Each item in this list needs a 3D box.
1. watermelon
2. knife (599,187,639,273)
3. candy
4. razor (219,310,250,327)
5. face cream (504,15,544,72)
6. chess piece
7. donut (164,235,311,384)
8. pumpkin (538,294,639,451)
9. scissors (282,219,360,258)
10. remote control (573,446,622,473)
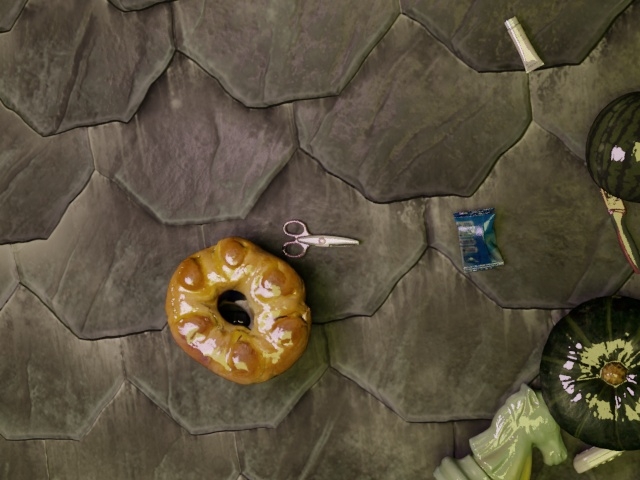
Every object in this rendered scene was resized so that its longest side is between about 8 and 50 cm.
[{"bbox_3d":[0.604,-0.176,1.628,0.212,0.212,0.212,2,99,13],"label":"watermelon"},{"bbox_3d":[0.601,-0.049,1.746,0.035,0.018,0.247,-20,92,18],"label":"knife"},{"bbox_3d":[0.330,0.001,1.809,0.088,0.038,0.136,-8,105,18],"label":"candy"},{"bbox_3d":[-0.232,0.203,1.966,0.148,0.054,0.090,1,94,13],"label":"razor"},{"bbox_3d":[0.406,-0.393,1.742,0.038,0.020,0.115,-27,94,15],"label":"face cream"},{"bbox_3d":[0.394,0.447,1.816,0.176,0.176,0.298,45,93,4],"label":"chess piece"},{"bbox_3d":[-0.174,0.154,1.858,0.299,0.150,0.317,-15,78,-5],"label":"donut"},{"bbox_3d":[0.579,0.257,1.696,0.300,0.207,0.300,-3,82,27],"label":"pumpkin"},{"bbox_3d":[0.000,0.000,1.896,0.176,0.022,0.085,3,94,16],"label":"scissors"},{"bbox_3d":[0.617,0.412,1.778,0.221,0.078,0.042,-35,70,16],"label":"remote control"}]
